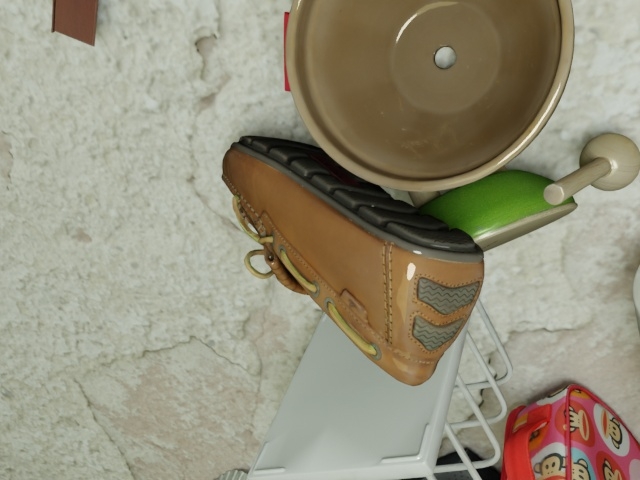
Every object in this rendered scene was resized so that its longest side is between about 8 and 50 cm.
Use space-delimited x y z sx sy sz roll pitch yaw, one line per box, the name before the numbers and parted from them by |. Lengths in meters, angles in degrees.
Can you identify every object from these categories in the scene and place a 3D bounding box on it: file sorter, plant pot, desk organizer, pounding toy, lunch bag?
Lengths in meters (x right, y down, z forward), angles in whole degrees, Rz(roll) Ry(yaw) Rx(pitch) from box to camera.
file sorter | 0.088 0.196 0.835 0.192 0.278 0.173 -15 118 30
plant pot | 0.097 -0.163 0.663 0.237 0.110 0.237 2 97 19
desk organizer | -0.241 -0.272 0.792 0.050 0.047 0.130 22 128 4
pounding toy | 0.155 -0.054 0.725 0.237 0.183 0.110 -31 78 46
lunch bag | 0.280 0.306 0.816 0.120 0.293 0.258 -34 108 35

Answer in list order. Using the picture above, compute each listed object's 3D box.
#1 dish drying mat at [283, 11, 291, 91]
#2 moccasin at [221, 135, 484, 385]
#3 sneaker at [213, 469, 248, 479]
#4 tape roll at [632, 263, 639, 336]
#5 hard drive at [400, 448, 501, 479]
dish drying mat | -0.022 -0.190 0.784 0.032 0.008 0.083 12 127 15
moccasin | 0.003 0.000 0.714 0.380 0.139 0.147 37 116 48
sneaker | -0.145 0.440 1.233 0.095 0.090 0.235 36 134 -20
tape roll | 0.407 0.098 0.656 0.246 0.246 0.169 -6 121 26
hard drive | 0.175 0.389 1.073 0.172 0.054 0.255 38 129 -5
